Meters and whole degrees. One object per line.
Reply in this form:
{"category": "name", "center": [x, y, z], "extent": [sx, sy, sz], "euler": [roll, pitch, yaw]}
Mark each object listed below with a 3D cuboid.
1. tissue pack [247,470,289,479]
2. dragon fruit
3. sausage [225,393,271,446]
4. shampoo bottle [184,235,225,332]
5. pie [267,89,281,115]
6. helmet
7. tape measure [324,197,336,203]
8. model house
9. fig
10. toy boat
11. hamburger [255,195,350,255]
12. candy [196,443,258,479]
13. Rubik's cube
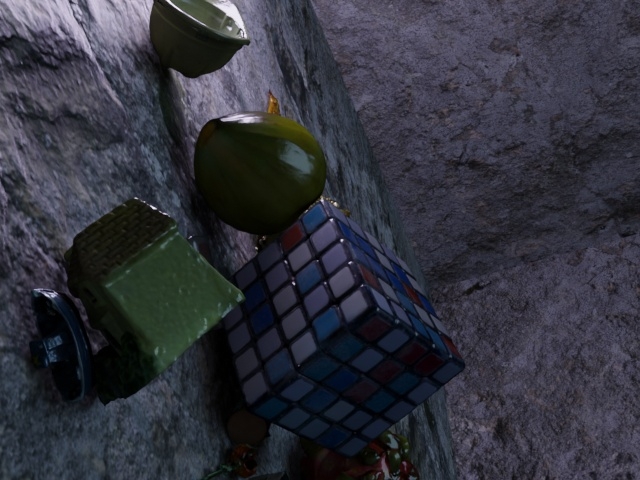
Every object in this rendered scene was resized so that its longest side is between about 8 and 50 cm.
{"category": "tissue pack", "center": [-0.075, 0.476, 1.437], "extent": [0.103, 0.090, 0.170], "euler": [-23, 94, -77]}
{"category": "dragon fruit", "center": [0.080, 0.480, 1.771], "extent": [0.303, 0.237, 0.231], "euler": [129, -43, -82]}
{"category": "sausage", "center": [-0.094, 0.262, 1.644], "extent": [0.371, 0.082, 0.082], "euler": [-63, 136, -72]}
{"category": "shampoo bottle", "center": [-0.199, 0.075, 1.514], "extent": [0.080, 0.040, 0.165], "euler": [12, 62, -77]}
{"category": "pie", "center": [-0.119, -0.325, 2.348], "extent": [0.191, 0.033, 0.088], "euler": [-90, 164, -50]}
{"category": "helmet", "center": [-0.247, -0.386, 1.667], "extent": [0.204, 0.137, 0.257], "euler": [25, 25, -19]}
{"category": "tape measure", "center": [0.000, 0.000, 2.220], "extent": [0.231, 0.133, 0.271], "euler": [75, 6, -71]}
{"category": "model house", "center": [-0.241, 0.069, 1.090], "extent": [0.189, 0.195, 0.214], "euler": [55, -28, -7]}
{"category": "fig", "center": [-0.123, -0.142, 1.661], "extent": [0.271, 0.239, 0.239], "euler": [44, 31, -48]}
{"category": "toy boat", "center": [-0.301, 0.120, 1.008], "extent": [0.061, 0.060, 0.137], "euler": [-17, 97, -53]}
{"category": "hamburger", "center": [-0.017, 0.018, 1.841], "extent": [0.261, 0.138, 0.243], "euler": [8, 83, -31]}
{"category": "candy", "center": [-0.150, 0.362, 1.396], "extent": [0.184, 0.049, 0.056], "euler": [3, 64, -68]}
{"category": "Rubik's cube", "center": [0.025, 0.159, 1.548], "extent": [0.287, 0.292, 0.293], "euler": [36, 18, -41]}
